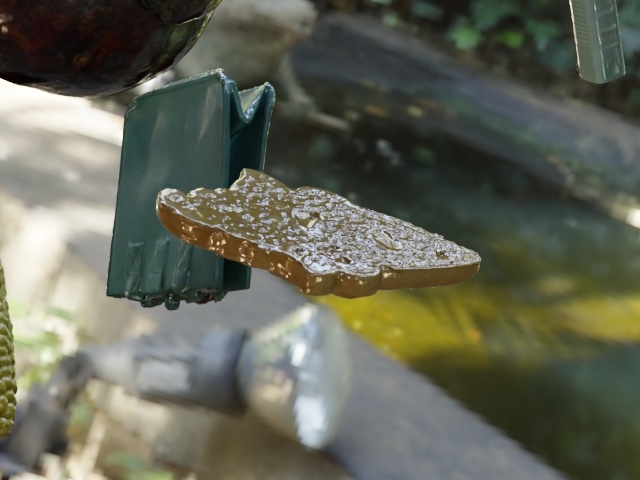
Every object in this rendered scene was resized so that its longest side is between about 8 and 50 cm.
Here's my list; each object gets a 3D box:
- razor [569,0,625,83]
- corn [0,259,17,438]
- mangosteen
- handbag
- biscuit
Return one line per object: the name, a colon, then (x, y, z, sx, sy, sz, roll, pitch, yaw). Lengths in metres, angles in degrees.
razor: (0.181, -0.246, 1.381, 0.111, 0.278, 0.056, -25, 20, -25)
corn: (-0.292, 0.011, 1.470, 0.101, 0.101, 0.310, 8, 54, -39)
mangosteen: (-0.132, -0.218, 1.196, 0.231, 0.289, 0.231, 37, 37, -35)
handbag: (-0.151, -0.055, 2.353, 0.100, 0.274, 0.268, 10, -13, -33)
biscuit: (0.000, 0.000, 1.415, 0.250, 0.035, 0.162, 9, 29, -16)
